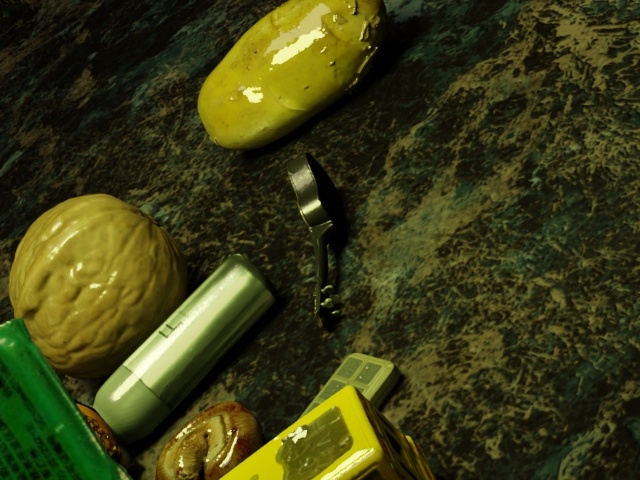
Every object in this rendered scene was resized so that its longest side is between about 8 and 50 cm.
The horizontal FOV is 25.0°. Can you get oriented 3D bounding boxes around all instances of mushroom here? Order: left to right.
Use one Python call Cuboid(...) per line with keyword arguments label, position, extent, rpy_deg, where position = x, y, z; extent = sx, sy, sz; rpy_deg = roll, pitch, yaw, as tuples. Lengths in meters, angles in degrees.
Cuboid(label="mushroom", position=(-0.113, 0.215, 1.458), extent=(0.127, 0.087, 0.127), rpy_deg=(-27, 35, 20))

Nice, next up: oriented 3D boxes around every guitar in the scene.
Cuboid(label="guitar", position=(0.002, -0.001, 1.653), extent=(0.038, 0.084, 0.271), rpy_deg=(-30, 36, 17))

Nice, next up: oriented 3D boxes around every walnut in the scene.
Cuboid(label="walnut", position=(-0.275, 0.057, 1.760), extent=(0.228, 0.228, 0.228), rpy_deg=(-30, 30, 19))

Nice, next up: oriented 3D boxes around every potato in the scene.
Cuboid(label="potato", position=(-0.036, -0.241, 1.962), extent=(0.300, 0.140, 0.173), rpy_deg=(-38, 35, 18))

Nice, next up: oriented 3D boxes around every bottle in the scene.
Cuboid(label="bottle", position=(-0.160, 0.126, 1.655), extent=(0.253, 0.079, 0.096), rpy_deg=(-47, 18, -12))

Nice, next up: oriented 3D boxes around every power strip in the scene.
Cuboid(label="power strip", position=(0.008, 0.182, 1.420), extent=(0.169, 0.028, 0.076), rpy_deg=(-52, 31, -20))

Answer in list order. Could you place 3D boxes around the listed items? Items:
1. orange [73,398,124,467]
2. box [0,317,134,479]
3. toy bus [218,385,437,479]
Cuboid(label="orange", position=(-0.325, 0.268, 1.549), extent=(0.234, 0.182, 0.234), rpy_deg=(-16, 58, 28))
Cuboid(label="box", position=(-0.325, 0.241, 1.382), extent=(0.337, 0.264, 0.106), rpy_deg=(-37, -7, 22))
Cuboid(label="toy bus", position=(-0.053, 0.280, 1.227), extent=(0.330, 0.152, 0.144), rpy_deg=(-38, 29, 6))
